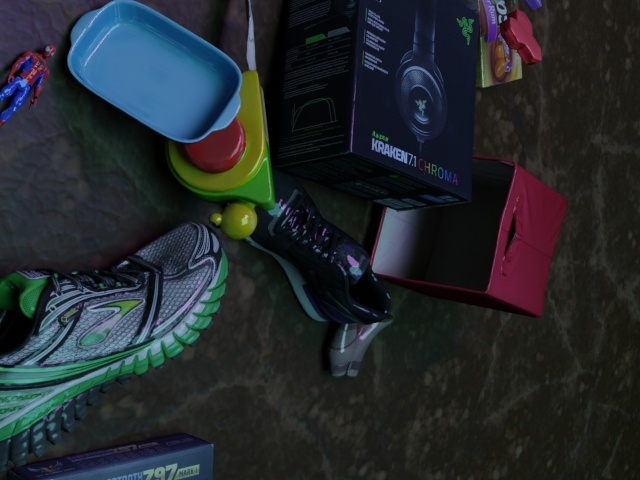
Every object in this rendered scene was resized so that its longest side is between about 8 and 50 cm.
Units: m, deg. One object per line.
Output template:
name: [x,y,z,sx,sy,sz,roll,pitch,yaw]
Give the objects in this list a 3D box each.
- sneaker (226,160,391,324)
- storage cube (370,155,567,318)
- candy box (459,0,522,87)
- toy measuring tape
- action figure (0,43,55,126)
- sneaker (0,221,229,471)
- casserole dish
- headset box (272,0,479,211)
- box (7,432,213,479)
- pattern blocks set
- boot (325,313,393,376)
sneaker: [0.000,0.000,1.173,0.107,0.124,0.283,-57,130,-24]
storage cube: [0.210,-0.008,1.331,0.193,0.215,0.184,22,80,-52]
candy box: [0.253,-0.332,1.430,0.109,0.053,0.187,-19,110,-42]
toy measuring tape: [-0.121,-0.161,1.059,0.121,0.121,0.330,4,75,-46]
action figure: [-0.295,-0.148,0.922,0.038,0.030,0.115,45,63,-34]
sneaker: [-0.231,0.075,0.945,0.343,0.134,0.146,-38,121,-34]
casserole dish: [-0.171,-0.170,0.978,0.188,0.037,0.114,31,71,0]
headset box: [0.079,-0.204,1.191,0.246,0.131,0.283,17,72,-45]
box: [-0.227,0.324,1.040,0.232,0.059,0.183,-3,98,-44]
pattern blocks set: [0.213,-0.422,1.301,0.325,0.026,0.285,38,44,-32]
boot: [0.053,0.146,1.315,0.118,0.042,0.087,2,101,-44]
